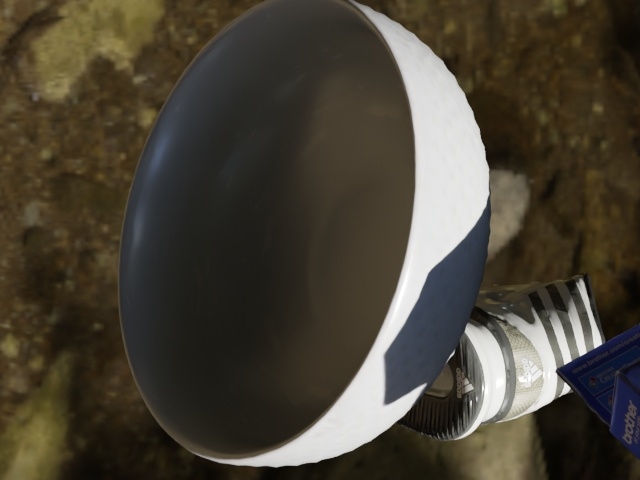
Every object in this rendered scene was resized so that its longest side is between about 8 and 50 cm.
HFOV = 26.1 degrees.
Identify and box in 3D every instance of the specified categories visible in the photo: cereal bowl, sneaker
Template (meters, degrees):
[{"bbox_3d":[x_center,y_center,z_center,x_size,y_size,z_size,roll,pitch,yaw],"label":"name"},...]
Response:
[{"bbox_3d":[0.000,0.000,1.010,0.141,0.339,0.339,16,81,-40],"label":"cereal bowl"},{"bbox_3d":[0.141,0.111,1.514,0.257,0.447,0.169,-5,99,-28],"label":"sneaker"}]

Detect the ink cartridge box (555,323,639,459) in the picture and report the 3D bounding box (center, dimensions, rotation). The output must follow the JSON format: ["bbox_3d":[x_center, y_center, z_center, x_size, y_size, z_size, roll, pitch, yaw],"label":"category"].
[{"bbox_3d":[0.294,0.109,0.737,0.185,0.311,0.065,-26,134,-21],"label":"ink cartridge box"}]
